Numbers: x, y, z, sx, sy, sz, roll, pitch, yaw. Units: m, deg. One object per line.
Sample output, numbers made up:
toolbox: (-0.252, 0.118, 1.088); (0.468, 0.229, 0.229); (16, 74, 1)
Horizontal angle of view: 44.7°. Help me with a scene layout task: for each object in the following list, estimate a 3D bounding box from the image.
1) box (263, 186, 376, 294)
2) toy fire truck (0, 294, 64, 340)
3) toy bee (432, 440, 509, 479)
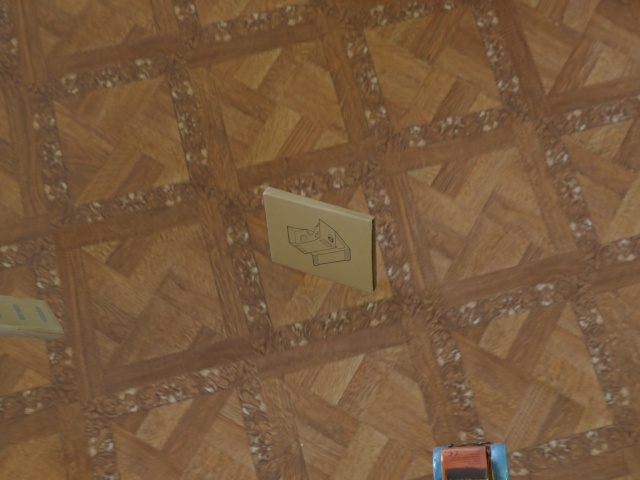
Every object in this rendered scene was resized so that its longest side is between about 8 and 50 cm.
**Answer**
box: (0.000, 0.000, 1.316); (0.201, 0.164, 0.021); (17, 46, 23)
toy fire truck: (-0.315, 0.125, 0.613); (0.246, 0.158, 0.217); (-28, 75, -23)
toy bee: (0.211, 0.340, 0.993); (0.195, 0.298, 0.162); (-14, 72, 32)
